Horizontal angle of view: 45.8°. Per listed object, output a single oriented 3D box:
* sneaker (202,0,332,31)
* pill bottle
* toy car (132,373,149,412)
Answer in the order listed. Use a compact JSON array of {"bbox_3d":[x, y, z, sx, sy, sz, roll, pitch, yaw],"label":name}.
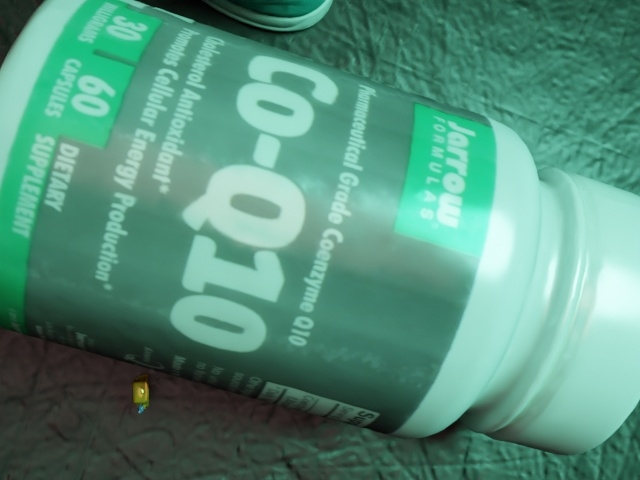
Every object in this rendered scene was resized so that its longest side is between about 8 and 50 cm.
[{"bbox_3d":[-0.119,-0.236,0.485,0.296,0.178,0.123,15,80,-7],"label":"sneaker"},{"bbox_3d":[0.000,0.000,0.459,0.361,0.204,0.204,16,80,-7],"label":"pill bottle"},{"bbox_3d":[-0.152,0.143,0.496,0.060,0.040,0.121,13,80,-7],"label":"toy car"}]
